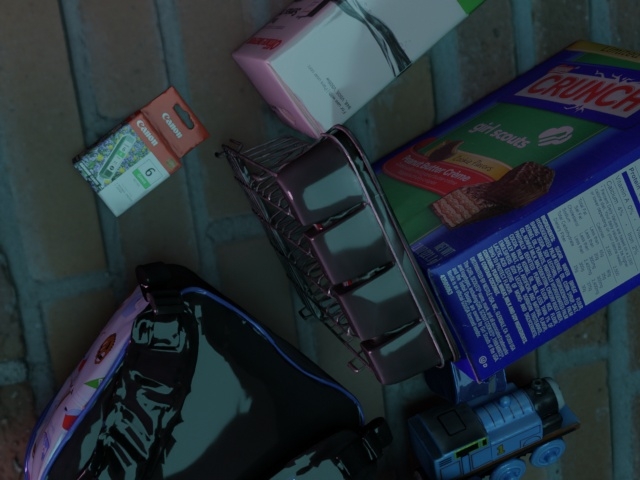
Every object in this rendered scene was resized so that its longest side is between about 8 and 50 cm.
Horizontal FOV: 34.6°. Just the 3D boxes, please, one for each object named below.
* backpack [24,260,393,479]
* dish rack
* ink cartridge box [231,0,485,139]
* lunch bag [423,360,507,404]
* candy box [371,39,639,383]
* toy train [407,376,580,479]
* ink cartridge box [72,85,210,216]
[{"bbox_3d":[-0.129,0.181,0.909,0.276,0.213,0.263,40,81,-18],"label":"backpack"},{"bbox_3d":[0.000,0.000,0.870,0.074,0.271,0.208,-29,108,-10],"label":"dish rack"},{"bbox_3d":[0.036,-0.192,0.900,0.208,0.153,0.087,-42,110,-5],"label":"ink cartridge box"},{"bbox_3d":[0.147,0.121,1.035,0.065,0.098,0.067,-14,101,-16],"label":"lunch bag"},{"bbox_3d":[0.195,-0.045,0.920,0.317,0.268,0.122,-29,113,-9],"label":"candy box"},{"bbox_3d":[0.179,0.201,1.060,0.184,0.080,0.105,-21,134,-10],"label":"toy train"},{"bbox_3d":[-0.160,-0.082,0.933,0.115,0.029,0.063,-38,110,-4],"label":"ink cartridge box"}]
